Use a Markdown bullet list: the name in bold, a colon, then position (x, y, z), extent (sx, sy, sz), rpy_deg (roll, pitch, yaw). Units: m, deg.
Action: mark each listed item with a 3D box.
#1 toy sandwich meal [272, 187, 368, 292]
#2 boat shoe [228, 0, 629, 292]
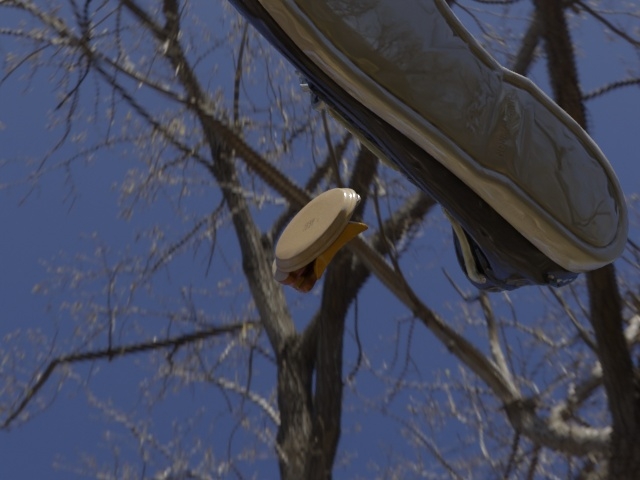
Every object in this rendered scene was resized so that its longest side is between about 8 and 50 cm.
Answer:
- **toy sandwich meal**: position (0.000, 0.000, 0.951), extent (0.085, 0.085, 0.029), rpy_deg (-43, -69, 8)
- **boat shoe**: position (0.016, -0.052, 0.458), extent (0.206, 0.075, 0.065), rpy_deg (41, -43, -19)
